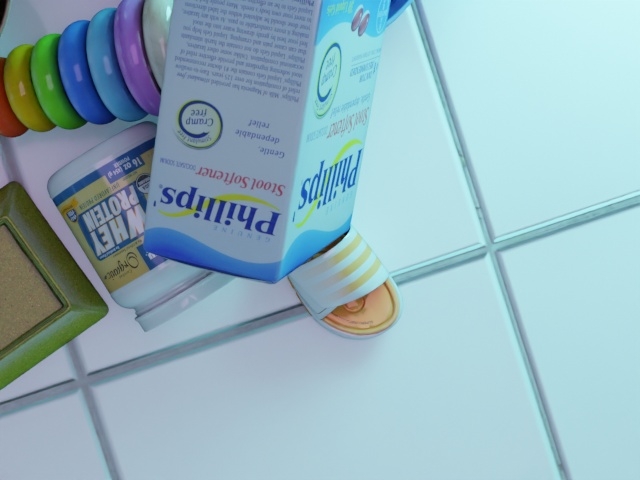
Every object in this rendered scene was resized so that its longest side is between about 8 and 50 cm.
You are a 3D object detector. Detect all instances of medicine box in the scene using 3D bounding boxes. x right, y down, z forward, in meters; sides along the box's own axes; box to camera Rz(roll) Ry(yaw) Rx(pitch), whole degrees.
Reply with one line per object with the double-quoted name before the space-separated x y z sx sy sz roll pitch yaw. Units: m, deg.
"medicine box" -0.049 -0.133 1.488 0.149 0.263 0.289 13 106 14

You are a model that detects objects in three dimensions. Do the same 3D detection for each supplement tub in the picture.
"supplement tub" -0.193 -0.015 1.611 0.144 0.144 0.200 -32 93 -5

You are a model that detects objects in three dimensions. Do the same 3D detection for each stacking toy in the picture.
"stacking toy" -0.287 -0.175 1.586 0.330 0.141 0.141 -12 92 16

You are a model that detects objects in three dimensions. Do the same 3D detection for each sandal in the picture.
"sandal" -0.009 0.006 1.664 0.102 0.076 0.265 -39 94 -4

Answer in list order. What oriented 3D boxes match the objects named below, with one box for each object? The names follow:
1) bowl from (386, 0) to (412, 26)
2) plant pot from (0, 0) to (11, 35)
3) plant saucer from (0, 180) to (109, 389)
"bowl" -0.048 -0.394 1.659 0.391 0.077 0.391 0 91 -5
"plant pot" -0.430 -0.256 1.539 0.215 0.230 0.215 -1 94 -9
"plant saucer" -0.367 0.059 1.644 0.188 0.045 0.188 -35 93 -5
